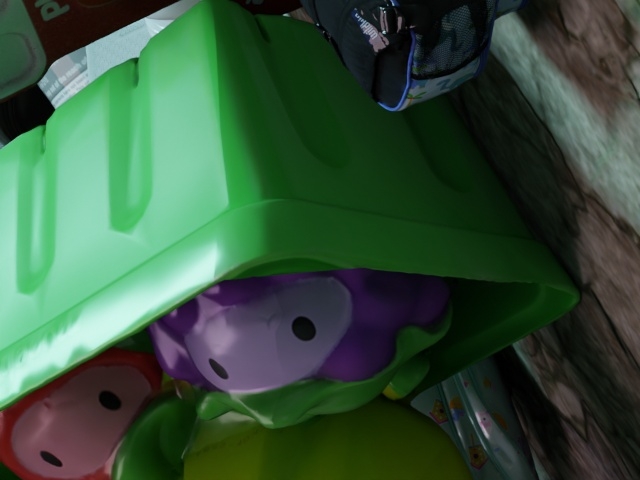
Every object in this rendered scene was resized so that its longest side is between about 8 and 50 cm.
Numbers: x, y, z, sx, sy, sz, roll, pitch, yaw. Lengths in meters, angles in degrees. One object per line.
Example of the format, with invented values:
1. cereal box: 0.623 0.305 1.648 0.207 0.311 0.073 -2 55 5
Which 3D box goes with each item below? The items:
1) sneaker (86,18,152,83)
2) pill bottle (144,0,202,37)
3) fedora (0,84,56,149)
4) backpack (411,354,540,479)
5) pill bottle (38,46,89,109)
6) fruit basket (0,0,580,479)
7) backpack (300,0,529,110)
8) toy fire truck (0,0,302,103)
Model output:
1. sneaker: -0.100 -0.160 1.413 0.147 0.104 0.296 32 -147 -34
2. pill bottle: -0.099 -0.211 1.211 0.112 0.112 0.187 52 168 49
3. fedora: -0.227 -0.156 1.856 0.124 0.275 0.244 29 -121 -54
4. backpack: 0.067 0.107 1.215 0.152 0.115 0.182 36 -151 -58
5. pill bottle: -0.210 -0.229 1.548 0.283 0.161 0.161 54 172 -4
6. fruit basket: -0.044 0.109 0.989 0.283 0.392 0.392 9 -143 -45
7. backpack: 0.038 -0.114 0.773 0.105 0.084 0.114 59 167 19
8. toy fire truck: -0.130 -0.204 0.914 0.169 0.254 0.302 56 171 31
